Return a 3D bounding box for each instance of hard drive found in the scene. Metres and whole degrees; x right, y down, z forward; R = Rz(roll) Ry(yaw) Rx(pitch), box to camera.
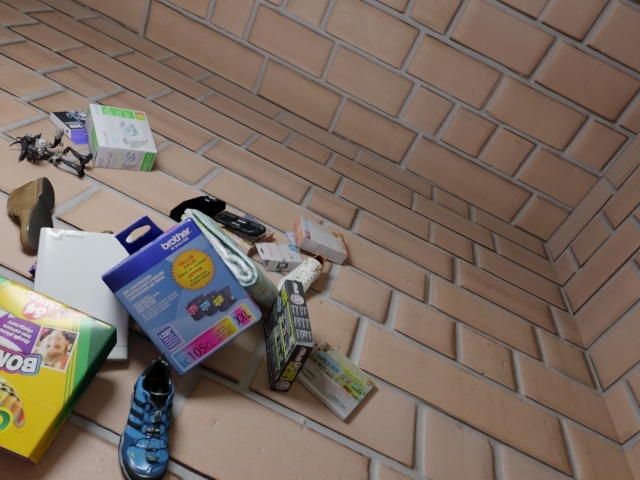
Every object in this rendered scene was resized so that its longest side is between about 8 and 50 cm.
[{"bbox_3d":[-0.636,0.145,1.290,0.233,0.047,0.352,7,65,-30],"label":"hard drive"}]

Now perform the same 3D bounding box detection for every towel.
[{"bbox_3d":[-0.285,0.068,1.618,0.374,0.090,0.320,44,-5,24],"label":"towel"}]

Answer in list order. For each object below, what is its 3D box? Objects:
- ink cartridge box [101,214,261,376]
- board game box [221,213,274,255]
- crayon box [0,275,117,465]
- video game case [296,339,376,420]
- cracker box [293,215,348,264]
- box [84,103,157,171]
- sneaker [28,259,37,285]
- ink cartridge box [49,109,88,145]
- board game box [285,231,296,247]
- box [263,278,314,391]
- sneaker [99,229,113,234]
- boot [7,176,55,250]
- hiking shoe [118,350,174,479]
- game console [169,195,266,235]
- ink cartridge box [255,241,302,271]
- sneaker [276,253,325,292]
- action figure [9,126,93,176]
[{"bbox_3d":[-0.383,0.119,1.296,0.395,0.270,0.151,56,-9,-11],"label":"ink cartridge box"},{"bbox_3d":[-0.299,-0.024,1.947,0.147,0.045,0.193,34,32,11],"label":"board game box"},{"bbox_3d":[-0.705,0.266,1.070,0.363,0.106,0.313,25,50,-3],"label":"crayon box"},{"bbox_3d":[0.042,0.440,1.544,0.227,0.026,0.206,37,33,18],"label":"video game case"},{"bbox_3d":[0.000,0.000,2.089,0.233,0.067,0.155,25,30,-24],"label":"cracker box"},{"bbox_3d":[-0.842,-0.427,2.020,0.231,0.126,0.261,1,51,-37],"label":"box"},{"bbox_3d":[-0.811,0.071,1.402,0.071,0.068,0.169,-3,42,-31],"label":"sneaker"},{"bbox_3d":[-1.020,-0.495,2.093,0.208,0.045,0.206,41,34,18],"label":"ink cartridge box"},{"bbox_3d":[-0.096,-0.004,2.095,0.090,0.020,0.090,2,40,-39],"label":"board game box"},{"bbox_3d":[-0.104,0.287,1.474,0.060,0.216,0.270,14,33,-22],"label":"box"},{"bbox_3d":[-0.742,0.010,1.542,0.071,0.066,0.188,23,30,2],"label":"sneaker"},{"bbox_3d":[-0.927,-0.075,1.528,0.115,0.112,0.305,-15,48,-7],"label":"boot"},{"bbox_3d":[-0.405,0.418,1.132,0.113,0.132,0.304,10,36,-27],"label":"hiking shoe"},{"bbox_3d":[-0.394,-0.086,1.898,0.362,0.043,0.213,21,29,17],"label":"game console"},{"bbox_3d":[-0.173,0.066,1.896,0.180,0.060,0.104,5,38,-32],"label":"ink cartridge box"},{"bbox_3d":[-0.070,0.130,1.824,0.106,0.123,0.290,35,33,8],"label":"sneaker"},{"bbox_3d":[-1.007,-0.348,1.798,0.276,0.140,0.164,21,43,-13],"label":"action figure"}]
